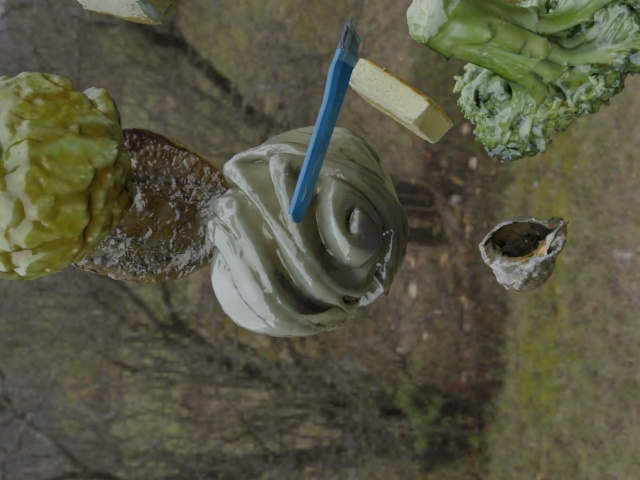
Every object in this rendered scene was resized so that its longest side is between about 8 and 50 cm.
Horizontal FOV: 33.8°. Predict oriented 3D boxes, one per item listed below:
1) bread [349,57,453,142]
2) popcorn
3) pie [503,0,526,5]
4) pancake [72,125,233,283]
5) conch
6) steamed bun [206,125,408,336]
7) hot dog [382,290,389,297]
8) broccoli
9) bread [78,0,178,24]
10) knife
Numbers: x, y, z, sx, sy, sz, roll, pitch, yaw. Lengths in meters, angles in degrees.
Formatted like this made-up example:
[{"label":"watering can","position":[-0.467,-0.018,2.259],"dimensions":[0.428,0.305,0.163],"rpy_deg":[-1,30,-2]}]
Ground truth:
[{"label":"bread","position":[0.153,-0.265,2.006],"dimensions":[0.188,0.125,0.068],"rpy_deg":[38,94,32]},{"label":"popcorn","position":[-0.384,-0.081,1.399],"dimensions":[0.282,0.247,0.282],"rpy_deg":[-27,56,49]},{"label":"pie","position":[0.378,-0.513,2.025],"dimensions":[0.277,0.277,0.078],"rpy_deg":[-154,80,-72]},{"label":"pancake","position":[-0.316,-0.052,1.816],"dimensions":[0.065,0.356,0.356],"rpy_deg":[-105,25,-48]},{"label":"conch","position":[0.384,0.016,1.982],"dimensions":[0.207,0.155,0.130],"rpy_deg":[131,139,-54]},{"label":"steamed bun","position":[0.000,0.000,1.702],"dimensions":[0.247,0.352,0.339],"rpy_deg":[16,118,41]},{"label":"hot dog","position":[0.118,0.091,2.332],"dimensions":[0.035,0.083,0.058],"rpy_deg":[-54,-3,-24]},{"label":"broccoli","position":[0.284,-0.270,1.579],"dimensions":[0.275,0.397,0.353],"rpy_deg":[37,142,44]},{"label":"bread","position":[-0.358,-0.622,2.256],"dimensions":[0.395,0.239,0.264],"rpy_deg":[-50,55,5]},{"label":"knife","position":[0.005,-0.164,1.432],"dimensions":[0.044,0.026,0.296],"rpy_deg":[39,-114,-60]}]
